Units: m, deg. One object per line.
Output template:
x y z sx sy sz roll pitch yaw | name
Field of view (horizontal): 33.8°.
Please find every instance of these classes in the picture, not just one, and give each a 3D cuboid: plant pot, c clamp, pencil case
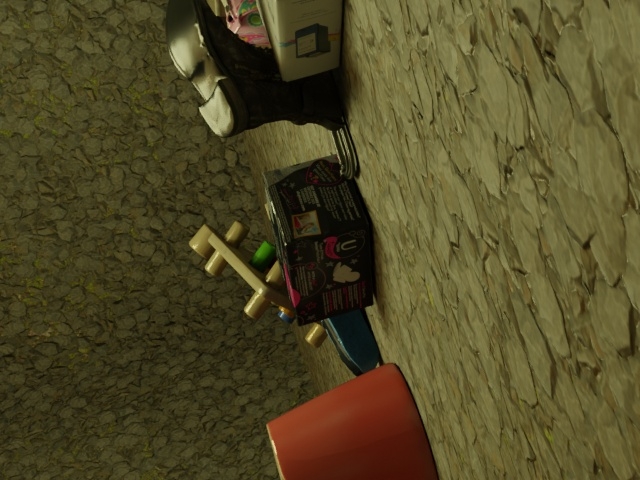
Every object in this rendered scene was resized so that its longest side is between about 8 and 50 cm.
0.048 0.370 1.802 0.275 0.243 0.274 165 90 -84 | plant pot
0.029 -0.162 1.659 0.137 0.022 0.160 101 155 -66 | c clamp
-0.133 -0.472 1.812 0.124 0.124 0.284 90 165 -69 | pencil case

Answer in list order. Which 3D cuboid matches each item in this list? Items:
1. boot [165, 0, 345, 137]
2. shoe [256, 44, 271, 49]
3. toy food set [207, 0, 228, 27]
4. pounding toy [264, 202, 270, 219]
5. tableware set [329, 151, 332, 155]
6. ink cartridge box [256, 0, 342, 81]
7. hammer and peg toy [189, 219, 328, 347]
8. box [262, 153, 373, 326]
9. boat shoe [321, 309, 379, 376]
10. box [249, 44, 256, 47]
-0.091 -0.265 1.549 0.091 0.229 0.262 -29 81 49 | boot
-0.096 -0.401 2.028 0.219 0.058 0.076 67 152 23 | shoe
-0.190 -0.539 2.243 0.220 0.093 0.306 157 110 -80 | toy food set
-0.027 -0.039 2.038 0.100 0.130 0.141 63 -176 -45 | pounding toy
0.018 -0.081 1.887 0.154 0.024 0.104 99 155 -66 | tableware set
-0.035 -0.337 1.423 0.212 0.093 0.154 94 160 -69 | ink cartridge box
-0.109 0.067 2.212 0.266 0.127 0.361 30 -173 -40 | hammer and peg toy
0.000 0.000 1.756 0.247 0.142 0.163 84 169 -54 | box
0.028 0.146 2.022 0.089 0.109 0.258 109 148 -60 | boat shoe
-0.124 -0.369 2.291 0.054 0.059 0.168 85 168 -53 | box
